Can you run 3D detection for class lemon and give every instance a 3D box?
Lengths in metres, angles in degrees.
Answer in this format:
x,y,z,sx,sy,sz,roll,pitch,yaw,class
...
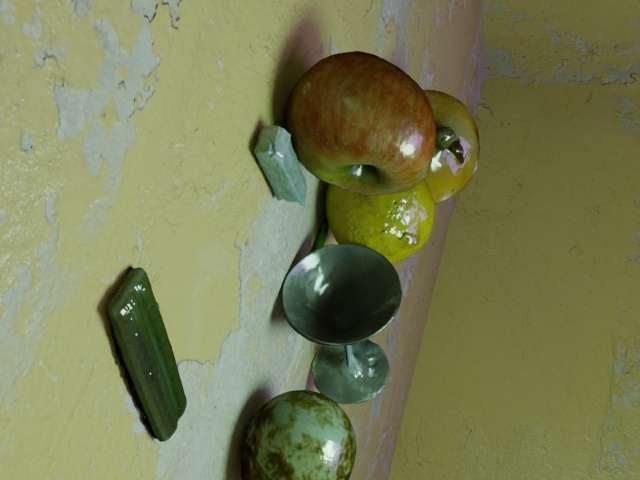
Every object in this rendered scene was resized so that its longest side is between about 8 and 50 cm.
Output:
x,y,z,sx,sy,sz,roll,pitch,yaw,class
0.137,-0.084,1.732,0.322,0.268,0.268,-118,-162,-49,lemon

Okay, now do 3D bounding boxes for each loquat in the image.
x,y,z,sx,sy,sz,roll,pitch,yaw,class
0.289,-0.257,1.971,0.359,0.328,0.329,179,-79,-82,loquat

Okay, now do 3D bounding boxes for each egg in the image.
x,y,z,sx,sy,sz,roll,pitch,yaw,class
-0.052,0.456,1.500,0.290,0.238,0.238,-64,165,12,egg

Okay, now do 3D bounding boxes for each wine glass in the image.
x,y,z,sx,sy,sz,roll,pitch,yaw,class
0.059,0.221,1.711,0.406,0.267,0.267,83,24,-55,wine glass

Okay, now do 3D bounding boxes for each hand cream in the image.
x,y,z,sx,sy,sz,roll,pitch,yaw,class
0.000,0.000,1.748,0.036,0.023,0.122,69,31,-51,hand cream

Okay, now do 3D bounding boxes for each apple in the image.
x,y,z,sx,sy,sz,roll,pitch,yaw,class
0.087,-0.238,1.425,0.309,0.277,0.250,26,63,-34,apple

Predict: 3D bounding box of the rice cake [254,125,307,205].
x,y,z,sx,sy,sz,roll,pitch,yaw,class
-0.074,-0.143,1.381,0.206,0.063,0.069,65,34,-62,rice cake

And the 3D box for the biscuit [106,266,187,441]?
x,y,z,sx,sy,sz,roll,pitch,yaw,class
-0.251,0.184,1.067,0.099,0.038,0.323,-65,157,-46,biscuit
